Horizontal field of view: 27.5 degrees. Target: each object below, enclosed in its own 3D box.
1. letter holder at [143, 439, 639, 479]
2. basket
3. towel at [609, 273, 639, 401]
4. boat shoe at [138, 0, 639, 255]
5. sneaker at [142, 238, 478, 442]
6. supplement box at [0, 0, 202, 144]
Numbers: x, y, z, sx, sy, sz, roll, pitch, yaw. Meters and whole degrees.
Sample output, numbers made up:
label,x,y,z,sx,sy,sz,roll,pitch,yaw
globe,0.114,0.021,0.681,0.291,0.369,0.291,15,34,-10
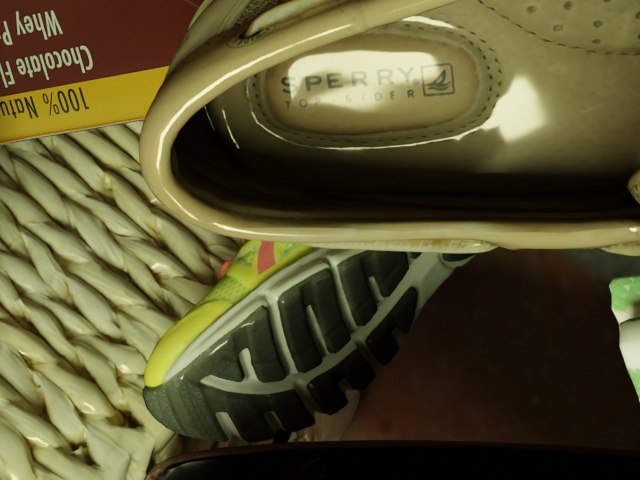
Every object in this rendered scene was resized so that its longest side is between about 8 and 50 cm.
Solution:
label,x,y,z,sx,sy,sz,roll,pitch,yaw
letter holder,0.084,0.142,0.491,0.301,0.152,0.214,4,122,-10
basket,-0.182,0.063,0.708,0.331,0.266,0.328,38,139,18
towel,0.227,0.124,0.346,0.247,0.038,0.325,-10,124,22
boat shoe,0.118,-0.045,0.378,0.341,0.110,0.122,-8,112,12
sneaker,0.000,0.000,0.555,0.094,0.208,0.081,34,153,35
supplement box,-0.067,-0.159,0.519,0.191,0.129,0.194,-5,115,34
